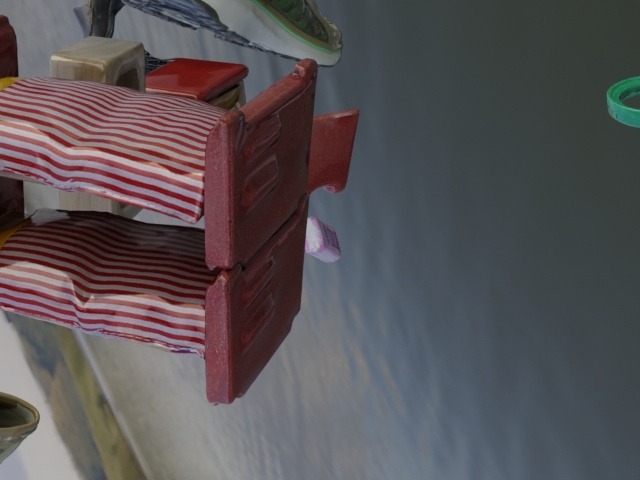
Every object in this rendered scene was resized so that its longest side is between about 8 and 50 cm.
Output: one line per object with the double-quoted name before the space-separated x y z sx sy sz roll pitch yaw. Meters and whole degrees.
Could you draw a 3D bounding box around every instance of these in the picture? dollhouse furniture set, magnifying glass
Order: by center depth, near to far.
"dollhouse furniture set" -0.080 -0.069 0.618 0.374 0.201 0.152 -53 -29 -62
"magnifying glass" 0.370 -0.116 0.922 0.231 0.092 0.026 29 138 51

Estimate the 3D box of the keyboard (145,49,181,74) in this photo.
"keyboard" -0.267 -0.242 1.509 0.192 0.038 0.100 20 118 30

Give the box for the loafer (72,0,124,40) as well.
"loafer" -0.311 -0.301 1.339 0.062 0.061 0.170 -22 48 59

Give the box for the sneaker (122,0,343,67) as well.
"sneaker" -0.063 -0.315 1.152 0.158 0.182 0.410 20 -172 20

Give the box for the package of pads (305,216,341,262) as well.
"package of pads" 0.000 0.000 1.397 0.083 0.032 0.050 30 -136 -66

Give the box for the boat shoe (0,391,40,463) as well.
"boat shoe" -0.394 0.149 0.910 0.285 0.089 0.105 32 -152 -53
